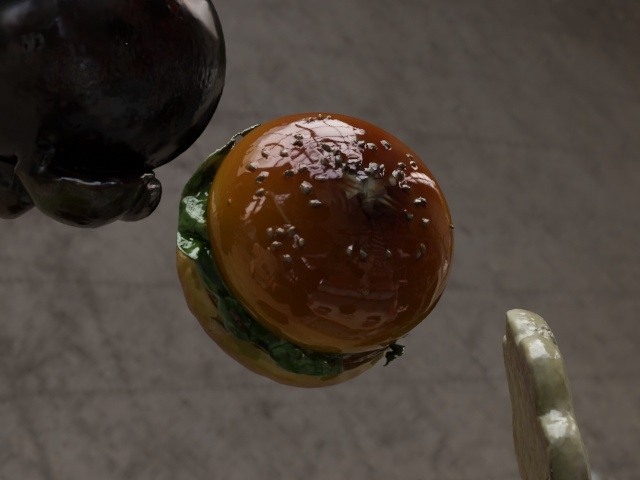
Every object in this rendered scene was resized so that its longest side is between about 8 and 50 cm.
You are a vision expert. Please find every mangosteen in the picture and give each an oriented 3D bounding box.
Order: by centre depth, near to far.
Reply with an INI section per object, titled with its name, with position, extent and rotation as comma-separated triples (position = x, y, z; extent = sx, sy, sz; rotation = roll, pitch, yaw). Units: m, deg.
[mangosteen]
position = -0.161, -0.112, 1.246
extent = 0.210, 0.210, 0.210
rotation = 28, 34, -21

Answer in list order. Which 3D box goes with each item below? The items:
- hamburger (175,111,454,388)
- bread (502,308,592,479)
[hamburger]
position = 0.002, 0.001, 1.589
extent = 0.246, 0.170, 0.246
rotation = 13, 59, -23
[bread]
position = 0.230, 0.216, 1.862
extent = 0.054, 0.316, 0.316
rotation = -11, 46, 0
